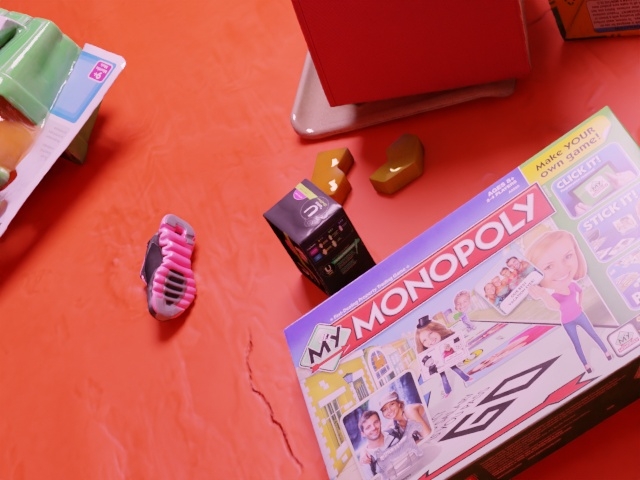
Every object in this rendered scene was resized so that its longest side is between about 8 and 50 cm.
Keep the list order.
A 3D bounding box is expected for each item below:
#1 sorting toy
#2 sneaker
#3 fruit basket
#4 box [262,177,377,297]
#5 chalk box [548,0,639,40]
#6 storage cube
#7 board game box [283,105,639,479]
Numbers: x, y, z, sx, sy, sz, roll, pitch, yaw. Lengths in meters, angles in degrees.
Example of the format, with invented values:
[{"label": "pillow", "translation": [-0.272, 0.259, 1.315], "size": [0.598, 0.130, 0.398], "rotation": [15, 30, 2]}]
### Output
[{"label": "sorting toy", "translation": [0.079, -0.168, 1.137], "size": [0.229, 0.041, 0.307], "rotation": [-8, 48, 24]}, {"label": "sneaker", "translation": [-0.151, 0.033, 1.094], "size": [0.057, 0.047, 0.119], "rotation": [-34, 37, 32]}, {"label": "fruit basket", "translation": [-0.416, -0.101, 1.282], "size": [0.327, 0.165, 0.353], "rotation": [21, 68, 42]}, {"label": "box", "translation": [0.000, 0.000, 0.997], "size": [0.052, 0.083, 0.062], "rotation": [-41, 43, -9]}, {"label": "chalk box", "translation": [0.317, -0.351, 1.068], "size": [0.180, 0.179, 0.289], "rotation": [1, 51, 33]}, {"label": "storage cube", "translation": [0.081, -0.259, 1.047], "size": [0.193, 0.215, 0.184], "rotation": [-8, 53, 13]}, {"label": "board game box", "translation": [0.130, 0.063, 0.849], "size": [0.317, 0.046, 0.213], "rotation": [-36, 42, 13]}]
